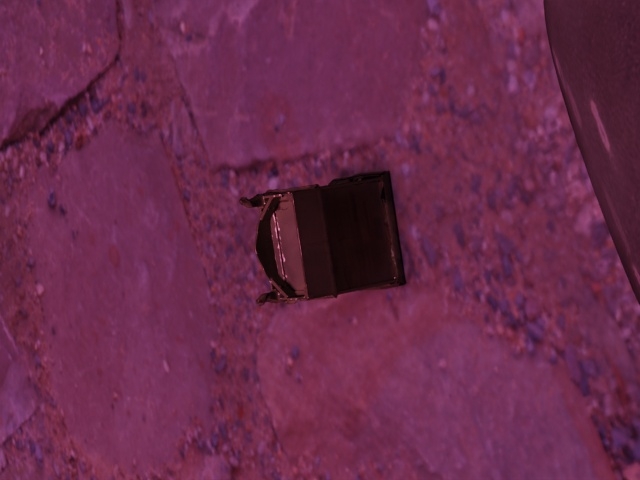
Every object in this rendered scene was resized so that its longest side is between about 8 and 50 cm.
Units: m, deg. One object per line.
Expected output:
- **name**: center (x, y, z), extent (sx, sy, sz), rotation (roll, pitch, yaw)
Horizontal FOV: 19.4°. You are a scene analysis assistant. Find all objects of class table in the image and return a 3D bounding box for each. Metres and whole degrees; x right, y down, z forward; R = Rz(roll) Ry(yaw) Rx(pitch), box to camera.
- **table**: center (0.000, 0.000, 1.236), extent (0.062, 0.083, 0.079), rotation (-8, 92, 52)

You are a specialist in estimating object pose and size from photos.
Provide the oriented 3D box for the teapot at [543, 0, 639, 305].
- **teapot**: center (0.245, -0.112, 0.817), extent (0.315, 0.233, 0.312), rotation (-31, 66, 20)
